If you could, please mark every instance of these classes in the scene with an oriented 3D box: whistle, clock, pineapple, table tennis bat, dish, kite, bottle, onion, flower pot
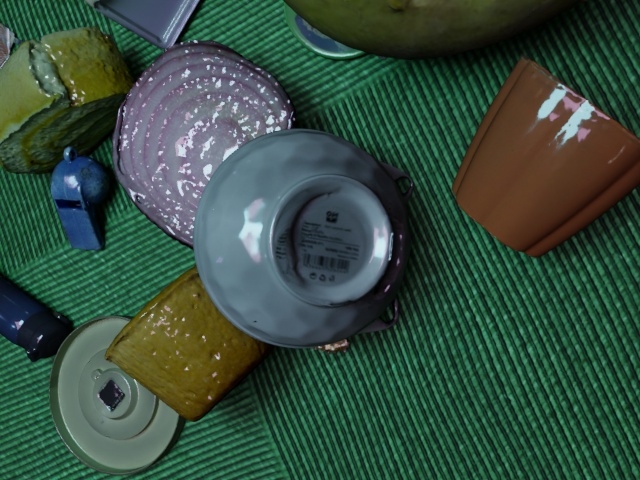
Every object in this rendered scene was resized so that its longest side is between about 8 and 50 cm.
[{"bbox_3d":[-0.358,-0.071,1.015,0.090,0.090,0.158,9,129,20],"label":"whistle"},{"bbox_3d":[-0.304,0.229,0.996,0.235,0.029,0.235,-1,87,20],"label":"clock"},{"bbox_3d":[0.000,0.125,0.901,0.083,0.019,0.045,41,94,18],"label":"pineapple"},{"bbox_3d":[-0.006,-0.349,0.921,0.257,0.039,0.160,34,96,15],"label":"table tennis bat"},{"bbox_3d":[0.000,0.000,0.784,0.303,0.120,0.303,0,91,-18],"label":"dish"},{"bbox_3d":[-0.525,-0.299,1.113,0.229,0.016,0.127,24,98,22],"label":"kite"},{"bbox_3d":[-0.498,0.099,1.052,0.244,0.082,0.072,31,142,19],"label":"bottle"},{"bbox_3d":[-0.153,-0.132,0.919,0.247,0.111,0.250,35,99,18],"label":"onion"},{"bbox_3d":[0.247,-0.083,0.748,0.190,0.190,0.173,42,111,17],"label":"flower pot"},{"bbox_3d":[-0.232,-0.386,0.942,0.071,0.147,0.192,39,100,31],"label":"clock"}]

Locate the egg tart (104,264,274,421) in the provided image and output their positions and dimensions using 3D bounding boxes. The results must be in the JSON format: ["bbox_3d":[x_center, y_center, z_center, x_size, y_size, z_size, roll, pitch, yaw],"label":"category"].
[{"bbox_3d":[-0.154,0.131,0.870,0.147,0.202,0.202,46,102,6],"label":"egg tart"}]

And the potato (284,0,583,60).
[{"bbox_3d":[0.124,-0.358,0.701,0.442,0.385,0.319,0,102,26],"label":"potato"}]

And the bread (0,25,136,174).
[{"bbox_3d":[-0.391,-0.195,0.971,0.257,0.186,0.124,-33,81,23],"label":"bread"}]
